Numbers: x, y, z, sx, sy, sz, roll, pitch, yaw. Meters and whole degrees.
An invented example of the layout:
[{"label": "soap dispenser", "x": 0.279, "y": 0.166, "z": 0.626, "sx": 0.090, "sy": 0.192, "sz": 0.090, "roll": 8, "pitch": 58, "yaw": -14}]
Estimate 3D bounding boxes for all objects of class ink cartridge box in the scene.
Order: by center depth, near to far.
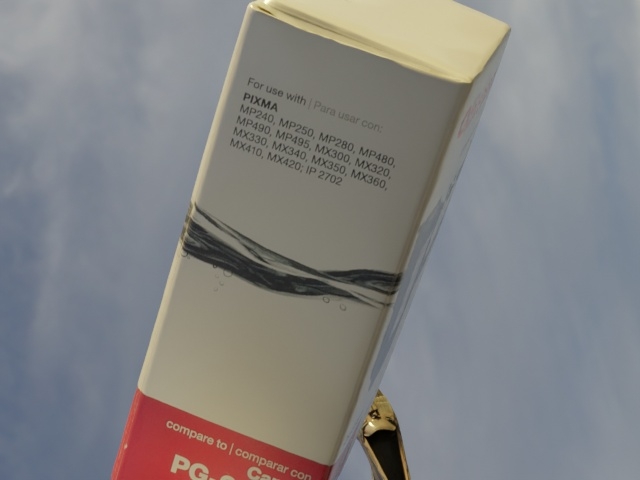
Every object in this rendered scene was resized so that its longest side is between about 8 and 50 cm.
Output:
[{"label": "ink cartridge box", "x": 0.000, "y": 0.000, "z": 0.644, "sx": 0.172, "sy": 0.100, "sz": 0.237, "roll": -53, "pitch": -18, "yaw": -69}]

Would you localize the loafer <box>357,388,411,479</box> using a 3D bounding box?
[{"label": "loafer", "x": 0.056, "y": 0.179, "z": 1.208, "sx": 0.039, "sy": 0.045, "sz": 0.125, "roll": 121, "pitch": 131, "yaw": -72}]
